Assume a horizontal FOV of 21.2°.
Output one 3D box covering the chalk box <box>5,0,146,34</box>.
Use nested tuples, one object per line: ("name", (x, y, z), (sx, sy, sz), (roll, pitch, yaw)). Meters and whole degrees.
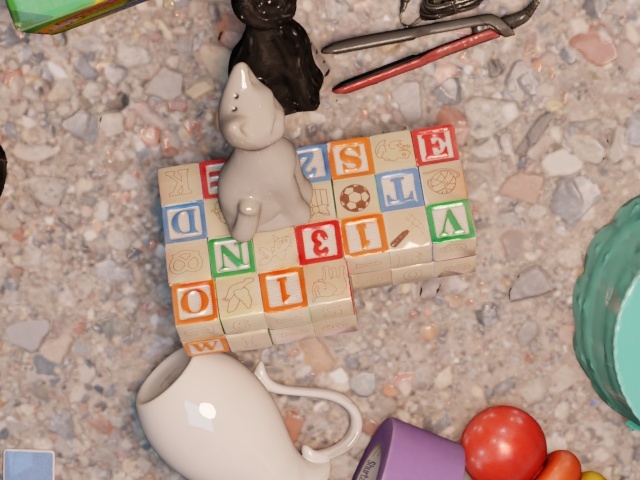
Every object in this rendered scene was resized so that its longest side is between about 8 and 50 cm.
("chalk box", (-0.166, -0.324, 1.604), (0.289, 0.179, 0.180), (-21, 95, 4))

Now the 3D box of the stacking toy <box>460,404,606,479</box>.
("stacking toy", (0.280, 0.292, 1.758), (0.330, 0.141, 0.141), (44, 97, -3))

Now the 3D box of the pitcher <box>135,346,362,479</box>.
("pitcher", (-0.070, 0.185, 1.742), (0.207, 0.125, 0.178), (46, 76, -18))

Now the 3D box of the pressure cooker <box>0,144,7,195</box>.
("pressure cooker", (-0.537, 0.010, 1.565), (0.370, 0.375, 0.420), (30, 98, -9))

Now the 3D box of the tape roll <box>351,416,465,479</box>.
("tape roll", (0.072, 0.277, 1.715), (0.080, 0.189, 0.189), (22, 99, -6))

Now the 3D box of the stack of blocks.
("stack of blocks", (0.000, 0.000, 1.676), (0.297, 0.087, 0.171), (-9, 65, 0))

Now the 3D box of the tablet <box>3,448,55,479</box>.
("tablet", (-0.307, 0.260, 1.798), (0.054, 0.006, 0.083), (2, 99, -1))

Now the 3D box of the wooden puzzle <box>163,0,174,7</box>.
("wooden puzzle", (-0.147, -0.273, 1.706), (0.049, 0.006, 0.083), (16, 99, -4))

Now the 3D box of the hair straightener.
("hair straightener", (0.109, -0.220, 1.699), (0.230, 0.047, 0.089), (-18, 100, 2))

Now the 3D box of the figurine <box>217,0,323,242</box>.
("figurine", (-0.056, -0.134, 1.577), (0.092, 0.209, 0.214), (1, 62, 6))

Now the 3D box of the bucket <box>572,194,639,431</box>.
("bucket", (0.392, 0.084, 1.688), (0.281, 0.183, 0.281), (0, 100, -1))
